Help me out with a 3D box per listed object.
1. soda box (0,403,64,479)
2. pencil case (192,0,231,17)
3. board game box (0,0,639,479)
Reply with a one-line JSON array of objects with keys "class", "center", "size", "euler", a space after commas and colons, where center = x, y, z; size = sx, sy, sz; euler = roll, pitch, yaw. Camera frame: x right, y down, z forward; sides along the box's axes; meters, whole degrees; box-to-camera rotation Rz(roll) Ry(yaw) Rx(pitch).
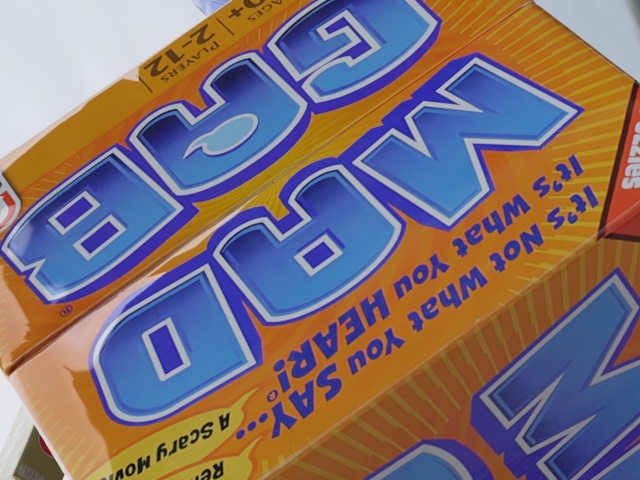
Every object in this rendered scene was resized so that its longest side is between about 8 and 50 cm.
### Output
[{"class": "soda box", "center": [-0.298, 0.203, 2.105], "size": [0.058, 0.061, 0.181], "euler": [37, -129, -23]}, {"class": "pencil case", "center": [-0.026, -0.195, 2.082], "size": [0.306, 0.133, 0.119], "euler": [55, -158, -11]}, {"class": "board game box", "center": [0.041, 0.085, 1.147], "size": [0.356, 0.356, 0.356], "euler": [47, 170, 50]}]
